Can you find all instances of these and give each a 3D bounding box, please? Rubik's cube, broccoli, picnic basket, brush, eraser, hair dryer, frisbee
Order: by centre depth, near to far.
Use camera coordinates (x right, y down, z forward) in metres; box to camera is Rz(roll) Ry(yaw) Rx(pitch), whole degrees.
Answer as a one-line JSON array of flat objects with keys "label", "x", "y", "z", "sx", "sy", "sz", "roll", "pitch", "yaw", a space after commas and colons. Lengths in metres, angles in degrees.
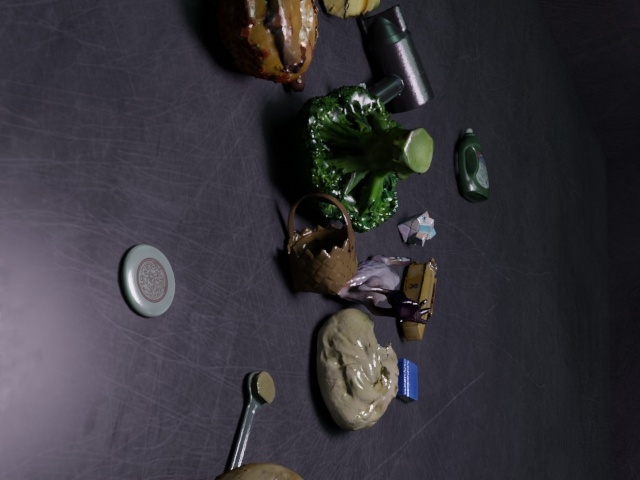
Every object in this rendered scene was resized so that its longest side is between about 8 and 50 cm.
[{"label": "frisbee", "x": -0.252, "y": 0.059, "z": 1.340, "sx": 0.110, "sy": 0.014, "sz": 0.110, "roll": 29, "pitch": 55, "yaw": -53}, {"label": "brush", "x": -0.121, "y": 0.324, "z": 1.454, "sx": 0.062, "sy": 0.027, "sz": 0.266, "roll": 52, "pitch": 38, "yaw": -36}, {"label": "picnic basket", "x": 0.000, "y": 0.000, "z": 1.685, "sx": 0.138, "sy": 0.128, "sz": 0.178, "roll": -45, "pitch": 135, "yaw": -60}, {"label": "broccoli", "x": 0.089, "y": -0.155, "z": 1.747, "sx": 0.298, "sy": 0.297, "sz": 0.297, "roll": -8, "pitch": 101, "yaw": -44}, {"label": "eraser", "x": 0.189, "y": 0.308, "z": 2.002, "sx": 0.063, "sy": 0.027, "sz": 0.084, "roll": 38, "pitch": 48, "yaw": -51}, {"label": "hair dryer", "x": 0.134, "y": -0.394, "z": 2.118, "sx": 0.302, "sy": 0.116, "sz": 0.244, "roll": -44, "pitch": 114, "yaw": -49}, {"label": "Rubik's cube", "x": 0.234, "y": -0.022, "z": 2.158, "sx": 0.075, "sy": 0.084, "sz": 0.073, "roll": -30, "pitch": 102, "yaw": -43}]

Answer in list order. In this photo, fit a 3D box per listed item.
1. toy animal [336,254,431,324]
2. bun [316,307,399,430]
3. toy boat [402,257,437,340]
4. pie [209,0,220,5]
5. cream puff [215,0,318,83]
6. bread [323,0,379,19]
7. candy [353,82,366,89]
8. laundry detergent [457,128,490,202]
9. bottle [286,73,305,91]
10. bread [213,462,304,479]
[{"label": "toy animal", "x": 0.115, "y": 0.089, "z": 1.873, "sx": 0.324, "sy": 0.195, "sz": 0.090, "roll": -101, "pitch": -153, "yaw": -70}, {"label": "bun", "x": 0.081, "y": 0.245, "z": 1.747, "sx": 0.210, "sy": 0.116, "sz": 0.237, "roll": 24, "pitch": 60, "yaw": -56}, {"label": "toy boat", "x": 0.229, "y": 0.136, "z": 2.099, "sx": 0.088, "sy": 0.068, "sz": 0.225, "roll": 57, "pitch": 34, "yaw": -42}, {"label": "pie", "x": -0.191, "y": -0.462, "z": 1.644, "sx": 0.085, "sy": 0.017, "sz": 0.085, "roll": 32, "pitch": 53, "yaw": -56}, {"label": "cream puff", "x": -0.098, "y": -0.397, "z": 1.633, "sx": 0.240, "sy": 0.164, "sz": 0.239, "roll": -2, "pitch": 90, "yaw": -79}, {"label": "bread", "x": 0.105, "y": -0.633, "z": 2.069, "sx": 0.263, "sy": 0.199, "sz": 0.236, "roll": -40, "pitch": 120, "yaw": -60}, {"label": "candy", "x": 0.121, "y": -0.236, "z": 2.026, "sx": 0.086, "sy": 0.059, "sz": 0.292, "roll": -55, "pitch": 143, "yaw": -18}, {"label": "laundry detergent", "x": 0.428, "y": -0.222, "z": 2.591, "sx": 0.137, "sy": 0.063, "sz": 0.210, "roll": 16, "pitch": 65, "yaw": -50}, {"label": "bottle", "x": -0.051, "y": -0.344, "z": 1.816, "sx": 0.063, "sy": 0.047, "sz": 0.101, "roll": 1, "pitch": 80, "yaw": -51}, {"label": "bread", "x": -0.098, "y": 0.415, "z": 1.303, "sx": 0.314, "sy": 0.171, "sz": 0.191, "roll": 33, "pitch": 60, "yaw": -48}]
